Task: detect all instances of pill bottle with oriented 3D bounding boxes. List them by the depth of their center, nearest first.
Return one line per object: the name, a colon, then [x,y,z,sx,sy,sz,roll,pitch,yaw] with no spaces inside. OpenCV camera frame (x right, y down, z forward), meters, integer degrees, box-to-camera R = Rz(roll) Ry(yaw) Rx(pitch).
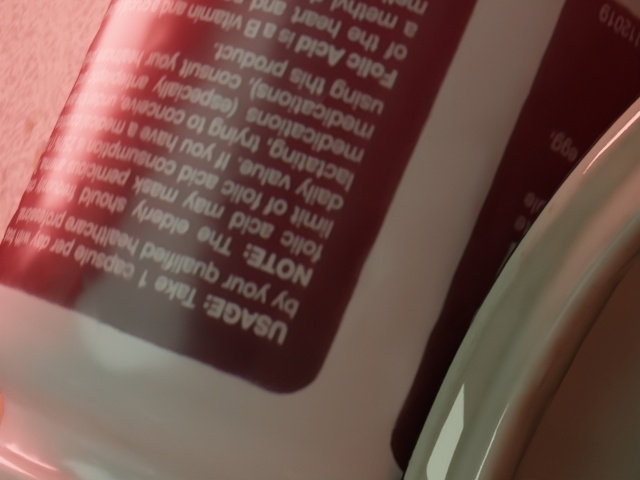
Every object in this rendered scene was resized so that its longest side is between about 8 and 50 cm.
pill bottle: [0.001,-0.009,0.686,0.224,0.224,0.392,12,77,57]

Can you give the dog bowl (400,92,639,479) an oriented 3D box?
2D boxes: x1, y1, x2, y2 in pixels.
dog bowl: [0.167,0.132,0.425,0.408,0.150,0.408,-43,36,44]
